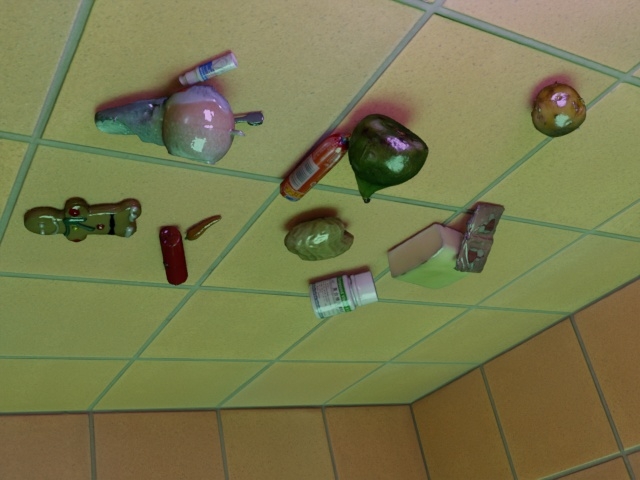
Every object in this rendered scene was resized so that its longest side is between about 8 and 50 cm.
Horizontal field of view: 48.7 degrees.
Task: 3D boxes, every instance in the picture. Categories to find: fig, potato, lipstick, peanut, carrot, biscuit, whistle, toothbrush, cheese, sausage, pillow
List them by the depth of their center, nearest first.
[{"bbox_3d":[-0.332,-0.269,1.570,0.348,0.189,0.189,8,153,9],"label":"whistle"},{"bbox_3d":[-0.282,-0.271,1.681,0.298,0.030,0.030,-9,162,-7],"label":"toothbrush"},{"bbox_3d":[0.144,-0.190,1.788,0.203,0.203,0.235,11,122,-37],"label":"fig"},{"bbox_3d":[0.617,-0.329,1.832,0.137,0.137,0.176,-24,152,21],"label":"potato"},{"bbox_3d":[-0.008,-0.202,1.873,0.074,0.074,0.274,10,144,-35],"label":"sausage"},{"bbox_3d":[-0.648,-0.047,1.931,0.302,0.049,0.197,0,148,-19],"label":"biscuit"},{"bbox_3d":[-0.349,-0.036,2.086,0.142,0.035,0.035,-31,147,24],"label":"carrot"},{"bbox_3d":[-0.449,0.052,2.167,0.073,0.073,0.279,-7,152,-10],"label":"lipstick"},{"bbox_3d":[0.000,0.000,2.209,0.197,0.110,0.233,-21,149,16],"label":"peanut"},{"bbox_3d":[0.525,-0.006,2.360,0.135,0.049,0.248,2,111,-36],"label":"pillow"},{"bbox_3d":[0.409,0.064,2.480,0.266,0.123,0.243,17,143,-42],"label":"cheese"}]

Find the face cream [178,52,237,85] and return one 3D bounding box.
[{"bbox_3d":[-0.243,-0.364,1.518,0.130,0.034,0.034,-18,152,13],"label":"face cream"}]

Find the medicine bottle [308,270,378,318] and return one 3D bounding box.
[{"bbox_3d":[0.084,0.196,2.574,0.237,0.139,0.139,-14,152,5],"label":"medicine bottle"}]
